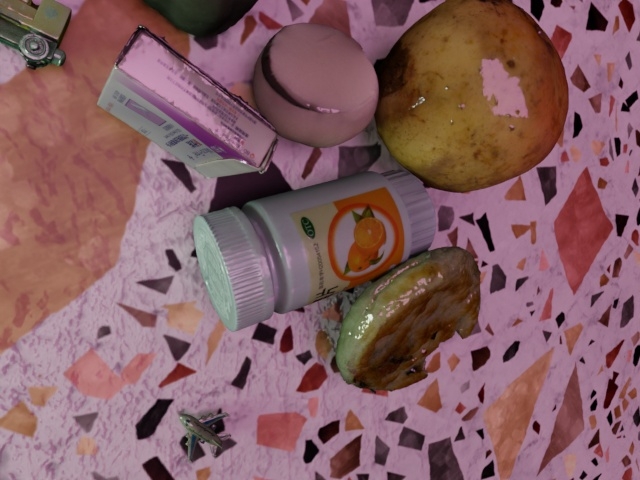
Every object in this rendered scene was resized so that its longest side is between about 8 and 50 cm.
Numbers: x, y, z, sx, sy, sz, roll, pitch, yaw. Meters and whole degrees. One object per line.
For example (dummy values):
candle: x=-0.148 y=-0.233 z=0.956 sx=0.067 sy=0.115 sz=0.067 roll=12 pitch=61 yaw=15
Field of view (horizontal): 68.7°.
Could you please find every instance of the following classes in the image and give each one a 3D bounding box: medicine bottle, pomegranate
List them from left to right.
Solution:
medicine bottle: x=-0.156 y=-0.139 z=0.531 sx=0.171 sy=0.201 sz=0.052 roll=35 pitch=77 yaw=-28
medicine bottle: x=0.000 y=0.000 z=0.658 sx=0.318 sy=0.158 sz=0.158 roll=-19 pitch=105 yaw=-26
pomegranate: x=0.214 y=-0.208 z=0.691 sx=0.281 sy=0.281 sz=0.281 roll=-4 pitch=98 yaw=-28

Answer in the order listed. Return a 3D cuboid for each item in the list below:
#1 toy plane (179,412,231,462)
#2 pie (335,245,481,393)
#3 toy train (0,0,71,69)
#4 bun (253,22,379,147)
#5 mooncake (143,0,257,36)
toy plane: x=-0.170 y=0.273 z=0.671 sx=0.083 sy=0.033 sz=0.080 roll=45 pitch=76 yaw=-18
pie: x=0.149 y=0.132 z=0.743 sx=0.302 sy=0.067 sz=0.303 roll=-23 pitch=137 yaw=-23
toy train: x=-0.335 y=-0.241 z=0.507 sx=0.122 sy=0.050 sz=0.081 roll=23 pitch=81 yaw=-28
bun: x=-0.011 y=-0.198 z=0.647 sx=0.172 sy=0.120 sz=0.173 roll=8 pitch=61 yaw=-14
mooncake: x=-0.144 y=-0.348 z=0.569 sx=0.168 sy=0.104 sz=0.175 roll=-11 pitch=98 yaw=-21
